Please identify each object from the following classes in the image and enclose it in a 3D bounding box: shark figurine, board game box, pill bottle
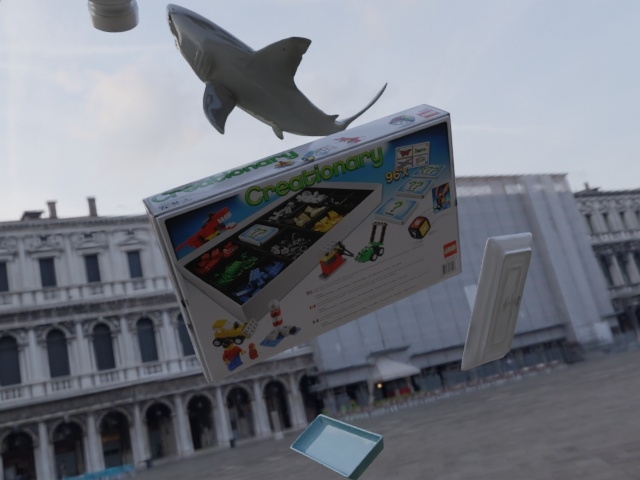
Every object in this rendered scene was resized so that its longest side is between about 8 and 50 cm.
[{"bbox_3d":[-0.029,-0.174,0.715,0.278,0.166,0.116,21,-52,-33],"label":"shark figurine"},{"bbox_3d":[0.000,0.000,0.651,0.306,0.192,0.053,-21,31,-18],"label":"board game box"},{"bbox_3d":[-0.433,-0.552,1.314,0.131,0.131,0.229,-9,-42,-16],"label":"pill bottle"}]

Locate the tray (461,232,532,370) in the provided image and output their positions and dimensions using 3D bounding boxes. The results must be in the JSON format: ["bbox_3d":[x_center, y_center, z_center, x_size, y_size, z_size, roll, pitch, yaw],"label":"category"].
[{"bbox_3d":[0.348,0.121,1.244,0.145,0.270,0.030,-7,21,-41],"label":"tray"}]

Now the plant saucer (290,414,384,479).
[{"bbox_3d":[0.020,0.276,0.865,0.067,0.018,0.192,-43,13,-22],"label":"plant saucer"}]
